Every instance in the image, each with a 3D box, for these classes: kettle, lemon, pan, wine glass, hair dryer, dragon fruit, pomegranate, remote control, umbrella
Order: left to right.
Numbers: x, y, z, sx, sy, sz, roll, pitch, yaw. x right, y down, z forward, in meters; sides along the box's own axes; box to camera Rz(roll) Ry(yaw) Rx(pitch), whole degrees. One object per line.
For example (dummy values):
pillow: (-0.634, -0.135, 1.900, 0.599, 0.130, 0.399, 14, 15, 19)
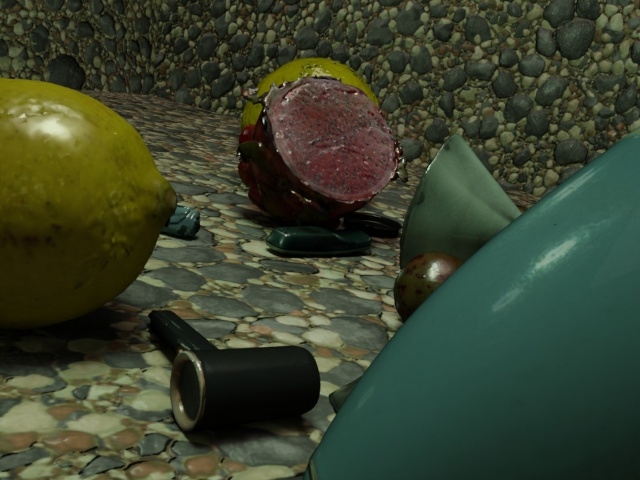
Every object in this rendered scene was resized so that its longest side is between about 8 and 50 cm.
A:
lemon: (-0.301, -0.036, 0.703, 0.310, 0.258, 0.258, -2, 15, -1)
umbrella: (-0.326, -0.054, 1.162, 0.250, 0.053, 0.052, 14, 15, 7)
hair dryer: (-0.113, 0.110, 0.696, 0.128, 0.070, 0.255, 3, 12, -32)
lemon: (-0.031, -0.274, 1.686, 0.349, 0.350, 0.387, 0, 0, -38)
dragon fruit: (-0.025, -0.163, 1.375, 0.296, 0.314, 0.263, -33, -5, -31)
remote control: (0.000, 0.000, 1.230, 0.222, 0.042, 0.072, -2, 22, -41)
pan: (0.096, -0.030, 1.448, 0.136, 0.028, 0.235, 15, 12, 17)
pomegranate: (0.152, 0.079, 0.911, 0.130, 0.130, 0.130, 11, 14, -3)
wine glass: (0.362, 0.010, 1.112, 0.406, 0.267, 0.267, 23, 18, 22)
kettle: (0.156, 0.136, 0.372, 0.247, 0.342, 0.319, 57, -2, -41)

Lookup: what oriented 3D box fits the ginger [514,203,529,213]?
ginger: (0.403, -0.035, 1.569, 0.262, 0.117, 0.109, 4, -25, -10)
